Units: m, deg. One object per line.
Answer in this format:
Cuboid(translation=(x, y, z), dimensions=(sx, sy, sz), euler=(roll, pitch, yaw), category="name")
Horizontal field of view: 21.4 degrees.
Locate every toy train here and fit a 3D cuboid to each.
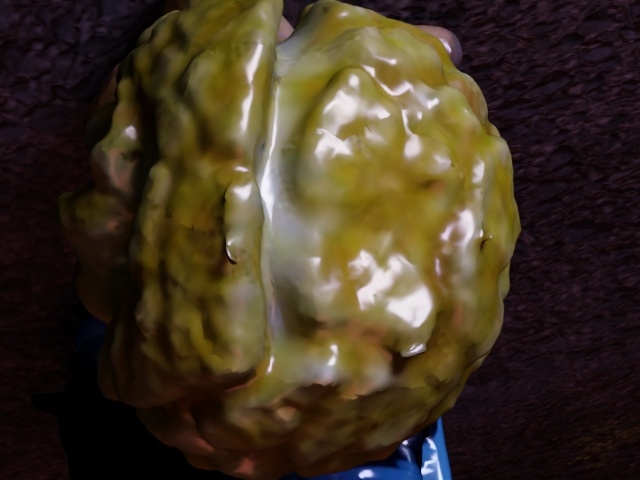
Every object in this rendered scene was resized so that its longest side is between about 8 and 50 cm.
Cuboid(translation=(-0.057, 0.156, 1.275), dimensions=(0.300, 0.188, 0.265), euler=(-7, 155, 0), category="toy train")

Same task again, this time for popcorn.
Cuboid(translation=(-0.018, 0.003, 0.954), dimensions=(0.282, 0.282, 0.247), euler=(9, 163, -34), category="popcorn")

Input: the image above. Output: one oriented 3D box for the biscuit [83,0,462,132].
Cuboid(translation=(-0.030, -0.101, 1.083), dimensions=(0.207, 0.047, 0.164), euler=(14, 131, -36), category="biscuit")
